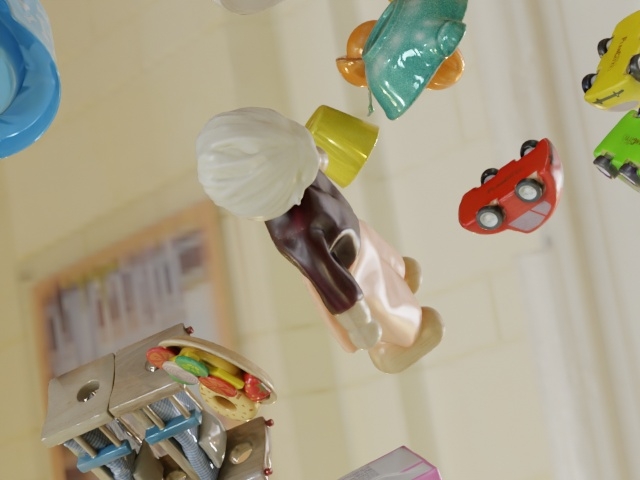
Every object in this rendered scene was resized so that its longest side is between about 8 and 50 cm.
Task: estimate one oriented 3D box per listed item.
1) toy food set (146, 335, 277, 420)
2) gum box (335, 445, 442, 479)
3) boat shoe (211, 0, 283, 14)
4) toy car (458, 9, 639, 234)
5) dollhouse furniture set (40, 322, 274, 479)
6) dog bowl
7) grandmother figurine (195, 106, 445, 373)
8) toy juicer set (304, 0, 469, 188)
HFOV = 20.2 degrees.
[{"bbox_3d":[-0.066,0.083,1.104,0.082,0.020,0.083,30,159,-15],"label":"toy food set"},{"bbox_3d":[0.016,0.231,1.246,0.188,0.107,0.062,-25,-162,-15],"label":"gum box"},{"bbox_3d":[-0.047,-0.318,1.074,0.127,0.341,0.158,-10,-145,-43],"label":"boat shoe"},{"bbox_3d":[0.229,-0.072,1.394,0.239,0.053,0.225,-49,-159,-2],"label":"toy car"},{"bbox_3d":[-0.122,0.184,1.334,0.129,0.184,0.129,-25,126,19],"label":"dollhouse furniture set"},{"bbox_3d":[-0.331,-0.186,1.417,0.166,0.074,0.297,-33,122,27],"label":"dog bowl"},{"bbox_3d":[0.000,0.000,1.477,0.104,0.208,0.342,-36,143,6],"label":"grandmother figurine"},{"bbox_3d":[0.102,-0.200,1.660,0.089,0.209,0.329,30,141,-10],"label":"toy juicer set"}]
